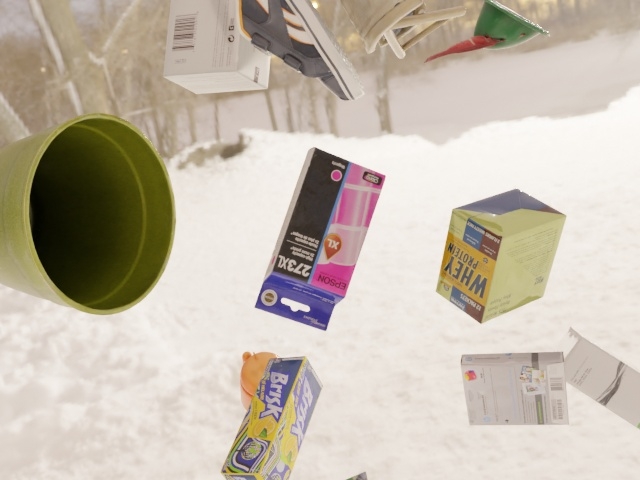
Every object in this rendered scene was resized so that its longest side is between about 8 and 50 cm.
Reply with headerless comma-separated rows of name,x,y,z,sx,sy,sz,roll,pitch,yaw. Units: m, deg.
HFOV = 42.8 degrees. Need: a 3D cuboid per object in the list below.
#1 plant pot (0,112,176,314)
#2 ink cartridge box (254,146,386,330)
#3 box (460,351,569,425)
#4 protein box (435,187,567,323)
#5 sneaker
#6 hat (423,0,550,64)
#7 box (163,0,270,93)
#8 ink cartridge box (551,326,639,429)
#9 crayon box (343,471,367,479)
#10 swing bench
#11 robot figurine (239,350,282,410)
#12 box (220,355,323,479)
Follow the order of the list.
plant pot,-0.534,-0.044,1.573,0.353,0.366,0.366,-1,18,32
ink cartridge box,0.000,0.000,1.776,0.176,0.371,0.069,20,-2,-14
box,0.365,0.279,1.531,0.186,0.145,0.038,-5,25,16
protein box,0.365,0.028,1.668,0.200,0.201,0.136,-17,38,-34
sneaker,-0.055,-0.351,1.376,0.127,0.321,0.126,-34,1,12
hat,0.373,-0.430,1.822,0.208,0.183,0.173,30,21,2
box,-0.202,-0.399,1.631,0.182,0.181,0.119,2,-6,27
ink cartridge box,0.722,0.349,2.024,0.289,0.121,0.211,33,5,6
crayon box,0.039,0.700,1.815,0.203,0.323,0.083,-33,-35,30
swing bench,0.105,-0.490,1.514,0.165,0.253,0.255,-31,-7,30
robot figurine,-0.139,0.365,2.060,0.128,0.219,0.158,2,52,-2
box,-0.053,0.216,0.950,0.054,0.059,0.169,-8,38,27
